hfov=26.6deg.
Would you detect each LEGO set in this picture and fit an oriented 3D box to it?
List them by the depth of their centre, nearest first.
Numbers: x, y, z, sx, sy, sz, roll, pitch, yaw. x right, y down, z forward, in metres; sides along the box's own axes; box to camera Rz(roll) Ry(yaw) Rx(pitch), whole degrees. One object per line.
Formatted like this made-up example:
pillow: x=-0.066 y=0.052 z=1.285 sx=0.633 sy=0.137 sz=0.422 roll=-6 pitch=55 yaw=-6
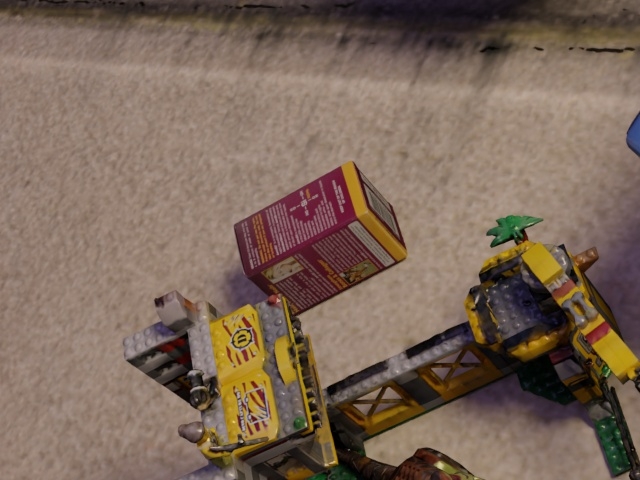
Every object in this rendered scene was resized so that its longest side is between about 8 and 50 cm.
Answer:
LEGO set: x=0.041 y=0.128 z=0.593 sx=0.255 sy=0.192 sz=0.331 roll=-19 pitch=54 yaw=21

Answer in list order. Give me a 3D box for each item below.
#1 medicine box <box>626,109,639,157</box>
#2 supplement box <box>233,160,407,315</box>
medicine box: x=0.316 y=-0.060 z=0.515 sx=0.289 sy=0.149 sz=0.263 roll=46 pitch=112 yaw=41
supplement box: x=0.000 y=0.000 z=0.789 sx=0.083 sy=0.055 sz=0.043 roll=-28 pitch=50 yaw=14
